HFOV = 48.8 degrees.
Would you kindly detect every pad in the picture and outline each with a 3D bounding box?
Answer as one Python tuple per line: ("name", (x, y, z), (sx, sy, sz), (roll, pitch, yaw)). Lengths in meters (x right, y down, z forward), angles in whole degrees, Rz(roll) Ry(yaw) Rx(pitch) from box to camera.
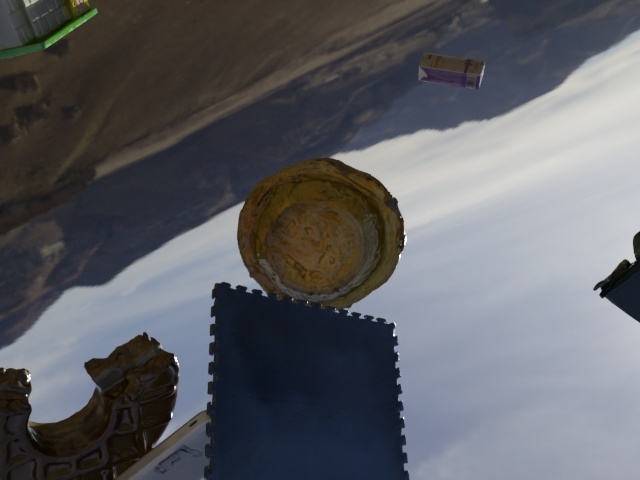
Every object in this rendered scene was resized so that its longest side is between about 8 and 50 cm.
("pad", (-0.006, 0.191, 0.766), (0.269, 0.269, 0.012), (18, 148, -33))

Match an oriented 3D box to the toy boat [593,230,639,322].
("toy boat", (0.375, -0.039, 0.645), (0.296, 0.122, 0.114), (-35, 165, -22))

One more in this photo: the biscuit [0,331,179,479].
("biscuit", (-0.410, 0.294, 1.114), (0.366, 0.268, 0.115), (-5, -155, -31))

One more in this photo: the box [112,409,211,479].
("box", (-0.256, 0.387, 1.163), (0.285, 0.142, 0.044), (-38, -129, 2))

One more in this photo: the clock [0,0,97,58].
("clock", (-0.465, -0.429, 1.056), (0.106, 0.255, 0.220), (-8, -149, 10))

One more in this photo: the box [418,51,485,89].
("box", (0.242, -0.315, 1.307), (0.117, 0.036, 0.051), (14, -128, 16))

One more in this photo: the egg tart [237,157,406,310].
("egg tart", (0.000, 0.000, 1.174), (0.288, 0.288, 0.118), (-25, -169, 7))
